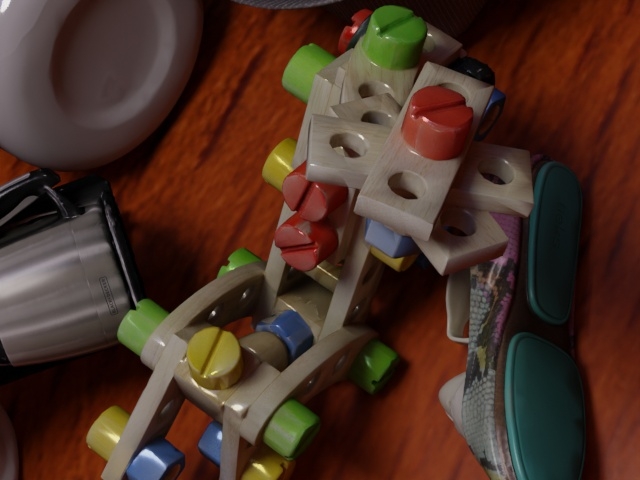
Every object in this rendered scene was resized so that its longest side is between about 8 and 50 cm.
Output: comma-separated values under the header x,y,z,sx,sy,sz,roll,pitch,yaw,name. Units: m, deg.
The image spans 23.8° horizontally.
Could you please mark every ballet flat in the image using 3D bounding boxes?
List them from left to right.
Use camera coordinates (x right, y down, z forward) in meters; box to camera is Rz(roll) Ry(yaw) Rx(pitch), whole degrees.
x,y,z,sx,sy,sz,roll,pitch,yaw,name
0.102,0.056,0.834,0.079,0.077,0.221,-21,52,40,ballet flat

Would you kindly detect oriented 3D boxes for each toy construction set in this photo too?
x,y,z,sx,sy,sz,roll,pitch,yaw,name
0.000,0.000,0.791,0.151,0.327,0.215,45,50,7,toy construction set

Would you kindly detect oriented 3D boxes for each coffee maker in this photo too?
x,y,z,sx,sy,sz,roll,pitch,yaw,name
-0.197,0.039,0.925,0.178,0.171,0.120,-18,84,-7,coffee maker

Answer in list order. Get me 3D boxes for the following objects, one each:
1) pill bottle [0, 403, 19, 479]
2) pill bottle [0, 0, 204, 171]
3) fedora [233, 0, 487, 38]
x,y,z,sx,sy,sz,roll,pitch,yaw,name
-0.282,0.151,0.981,0.160,0.087,0.087,-18,60,21,pill bottle
-0.245,-0.184,1.064,0.323,0.181,0.181,29,83,36,pill bottle
0.048,-0.215,0.952,0.244,0.124,0.275,-18,51,18,fedora
